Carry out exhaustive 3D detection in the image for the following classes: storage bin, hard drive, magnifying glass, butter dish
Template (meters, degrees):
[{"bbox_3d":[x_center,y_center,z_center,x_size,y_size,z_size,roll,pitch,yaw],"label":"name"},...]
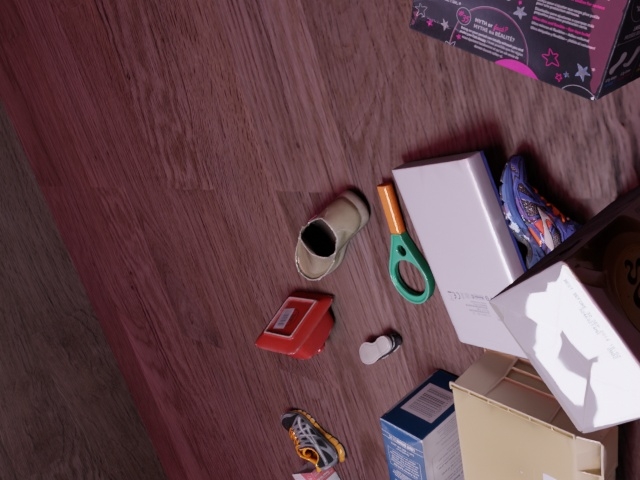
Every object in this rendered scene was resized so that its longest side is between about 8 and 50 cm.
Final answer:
[{"bbox_3d":[0.355,0.339,1.140,0.260,0.123,0.262,17,127,45],"label":"storage bin"},{"bbox_3d":[0.232,0.023,1.096,0.210,0.040,0.319,2,118,66],"label":"hard drive"},{"bbox_3d":[0.144,0.008,1.248,0.092,0.026,0.231,5,118,50],"label":"magnifying glass"},{"bbox_3d":[-0.034,0.201,1.538,0.160,0.160,0.118,2,140,51],"label":"butter dish"}]

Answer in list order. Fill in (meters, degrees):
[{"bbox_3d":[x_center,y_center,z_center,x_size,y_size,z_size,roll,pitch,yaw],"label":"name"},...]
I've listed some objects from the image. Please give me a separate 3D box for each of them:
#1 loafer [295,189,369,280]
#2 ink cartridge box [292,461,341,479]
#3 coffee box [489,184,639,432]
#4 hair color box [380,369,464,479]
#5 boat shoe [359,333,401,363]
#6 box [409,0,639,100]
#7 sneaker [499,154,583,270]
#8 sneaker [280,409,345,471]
[{"bbox_3d":[0.000,0.000,1.365,0.102,0.092,0.268,50,145,14],"label":"loafer"},{"bbox_3d":[0.022,0.685,1.871,0.198,0.067,0.115,58,146,1],"label":"ink cartridge box"},{"bbox_3d":[0.347,0.051,0.777,0.168,0.297,0.119,56,142,7],"label":"coffee box"},{"bbox_3d":[0.224,0.440,1.335,0.105,0.174,0.347,18,128,45],"label":"hair color box"},{"bbox_3d":[0.119,0.217,1.424,0.125,0.038,0.046,-48,57,54],"label":"boat shoe"},{"bbox_3d":[0.250,-0.279,0.775,0.247,0.163,0.142,34,135,32],"label":"box"},{"bbox_3d":[0.313,-0.019,0.976,0.087,0.083,0.221,-23,87,21],"label":"sneaker"},{"bbox_3d":[-0.035,0.508,1.800,0.215,0.083,0.084,26,135,41],"label":"sneaker"}]
